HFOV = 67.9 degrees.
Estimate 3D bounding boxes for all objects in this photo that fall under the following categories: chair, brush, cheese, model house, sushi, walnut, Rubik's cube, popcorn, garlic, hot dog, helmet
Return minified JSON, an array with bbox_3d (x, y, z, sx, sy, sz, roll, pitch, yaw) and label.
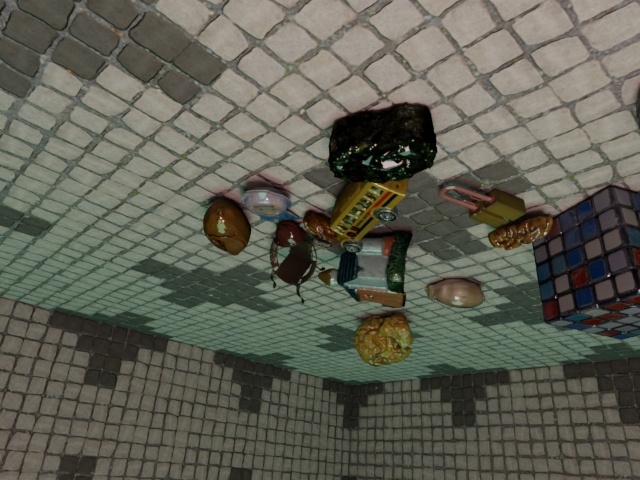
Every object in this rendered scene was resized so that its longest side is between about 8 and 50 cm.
[{"bbox_3d":[-0.079,0.073,1.513,0.174,0.149,0.213,27,154,23],"label":"chair"},{"bbox_3d":[0.402,-0.100,1.219,0.233,0.047,0.103,17,151,-22],"label":"brush"},{"bbox_3d":[-0.138,-0.093,1.298,0.135,0.052,0.245,0,165,9],"label":"cheese"},{"bbox_3d":[0.136,0.090,1.486,0.290,0.185,0.253,1,155,7],"label":"model house"},{"bbox_3d":[0.127,-0.190,0.987,0.224,0.127,0.124,-6,151,17],"label":"sushi"},{"bbox_3d":[0.547,-0.018,1.303,0.142,0.069,0.170,-8,169,-46],"label":"walnut"},{"bbox_3d":[0.773,0.071,1.237,0.291,0.287,0.293,13,152,-18],"label":"Rubik's cube"},{"bbox_3d":[0.000,0.000,1.427,0.067,0.121,0.026,12,110,-14],"label":"cheese"},{"bbox_3d":[-0.264,-0.036,1.362,0.137,0.137,0.245,3,163,1],"label":"walnut"},{"bbox_3d":[0.306,0.456,2.180,0.264,0.225,0.332,22,137,-22],"label":"popcorn"},{"bbox_3d":[0.541,0.202,1.766,0.266,0.148,0.129,15,116,-11],"label":"garlic"},{"bbox_3d":[0.015,-0.035,1.377,0.147,0.065,0.099,21,-177,-32],"label":"hot dog"},{"bbox_3d":[-0.102,-0.029,1.410,0.111,0.089,0.057,7,141,39],"label":"helmet"}]

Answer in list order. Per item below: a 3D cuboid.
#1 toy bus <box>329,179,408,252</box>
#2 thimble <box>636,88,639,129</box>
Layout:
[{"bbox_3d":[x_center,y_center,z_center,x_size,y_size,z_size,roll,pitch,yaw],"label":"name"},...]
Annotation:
[{"bbox_3d":[0.111,-0.090,1.203,0.122,0.121,0.335,19,151,-13],"label":"toy bus"},{"bbox_3d":[0.676,-0.220,0.800,0.205,0.172,0.236,23,151,-39],"label":"thimble"}]
